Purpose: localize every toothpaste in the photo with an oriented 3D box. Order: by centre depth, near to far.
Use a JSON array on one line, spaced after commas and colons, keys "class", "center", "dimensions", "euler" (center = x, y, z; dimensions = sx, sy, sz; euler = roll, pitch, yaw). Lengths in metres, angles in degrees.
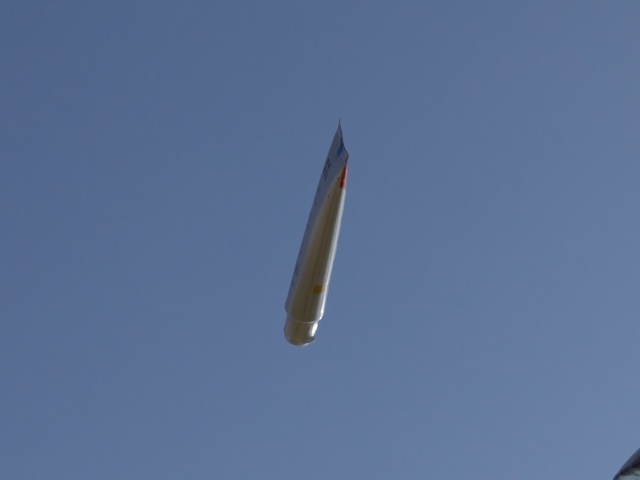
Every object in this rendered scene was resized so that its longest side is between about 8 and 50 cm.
[{"class": "toothpaste", "center": [0.000, 0.000, 1.501], "dimensions": [0.031, 0.048, 0.190], "euler": [6, -55, -10]}]

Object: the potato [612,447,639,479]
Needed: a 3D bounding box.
[{"class": "potato", "center": [0.387, 0.176, 1.644], "dimensions": [0.299, 0.116, 0.239], "euler": [-10, -29, 39]}]
